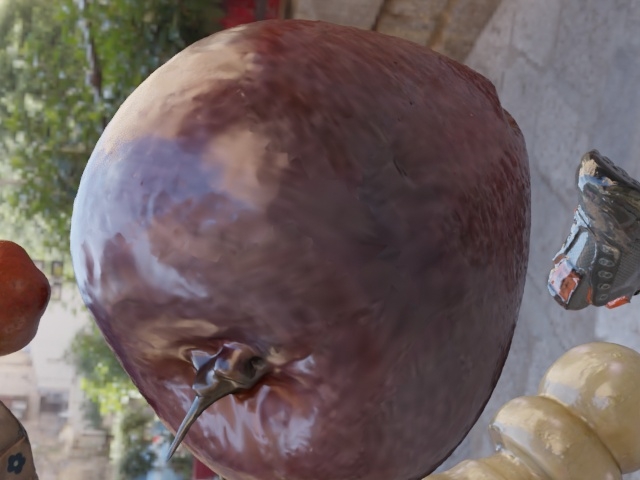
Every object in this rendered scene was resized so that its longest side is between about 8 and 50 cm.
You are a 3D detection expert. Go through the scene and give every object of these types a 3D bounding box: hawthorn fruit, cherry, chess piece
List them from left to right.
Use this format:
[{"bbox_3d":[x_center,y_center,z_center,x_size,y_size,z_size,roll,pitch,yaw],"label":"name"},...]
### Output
[{"bbox_3d":[-0.347,0.054,1.016,0.125,0.140,0.125,-27,48,35],"label":"hawthorn fruit"},{"bbox_3d":[0.000,0.000,0.554,0.221,0.307,0.261,-3,125,50],"label":"cherry"},{"bbox_3d":[0.159,0.180,0.753,0.261,0.143,0.143,-43,-2,-13],"label":"chess piece"}]

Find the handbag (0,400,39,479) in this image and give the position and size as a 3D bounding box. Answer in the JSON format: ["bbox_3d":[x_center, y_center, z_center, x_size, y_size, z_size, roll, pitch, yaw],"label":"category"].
[{"bbox_3d":[-0.439,0.251,1.002,0.193,0.251,0.190,-51,-34,-52],"label":"handbag"}]

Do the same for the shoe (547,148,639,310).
[{"bbox_3d":[0.356,0.009,1.286,0.132,0.171,0.336,48,-174,32],"label":"shoe"}]

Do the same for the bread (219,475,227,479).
[{"bbox_3d":[-0.033,0.194,0.917,0.226,0.049,0.088,14,-116,-73],"label":"bread"}]
